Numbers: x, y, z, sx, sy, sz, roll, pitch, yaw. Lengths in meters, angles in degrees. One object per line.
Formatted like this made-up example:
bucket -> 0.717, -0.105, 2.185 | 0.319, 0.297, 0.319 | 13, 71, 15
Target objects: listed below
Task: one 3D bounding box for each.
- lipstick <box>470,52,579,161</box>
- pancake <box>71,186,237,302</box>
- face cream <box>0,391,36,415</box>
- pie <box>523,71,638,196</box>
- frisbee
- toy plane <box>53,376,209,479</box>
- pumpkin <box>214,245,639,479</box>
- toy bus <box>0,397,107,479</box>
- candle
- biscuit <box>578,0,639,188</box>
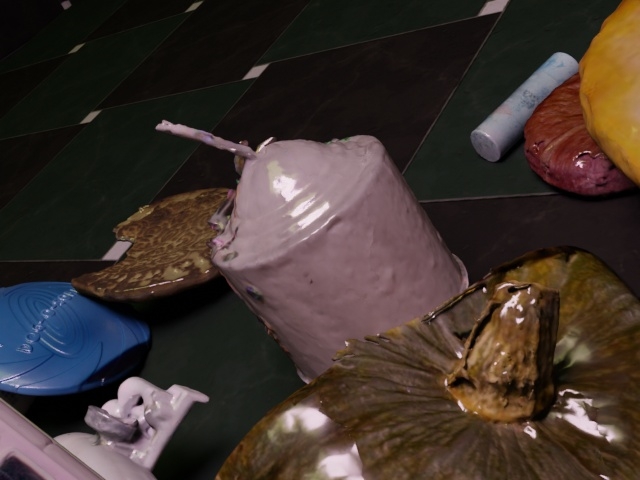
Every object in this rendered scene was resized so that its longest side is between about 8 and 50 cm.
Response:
lipstick -> 0.247, -0.161, 0.991 | 0.158, 0.048, 0.048 | -43, 33, -17
pancake -> -0.200, 0.002, 1.112 | 0.286, 0.033, 0.288 | -28, 28, -23
face cream -> -0.460, 0.191, 1.064 | 0.206, 0.111, 0.206 | -23, 31, 15
pie -> 0.320, -0.131, 0.877 | 0.219, 0.054, 0.204 | -44, 34, -19
frisbee -> -0.329, 0.104, 1.006 | 0.242, 0.045, 0.242 | 8, 26, -4
toy plane -> -0.182, 0.247, 0.729 | 0.267, 0.123, 0.266 | -26, 45, 29
pumpkin -> 0.125, 0.144, 0.474 | 0.325, 0.242, 0.232 | -29, 49, -26
toy bus -> -0.219, 0.198, 0.505 | 0.179, 0.305, 0.143 | -52, -2, -32
candle -> 0.000, 0.000, 0.727 | 0.187, 0.330, 0.187 | -29, 25, 15
biscuit -> 0.445, -0.143, 0.700 | 0.429, 0.104, 0.446 | -37, 43, -4
